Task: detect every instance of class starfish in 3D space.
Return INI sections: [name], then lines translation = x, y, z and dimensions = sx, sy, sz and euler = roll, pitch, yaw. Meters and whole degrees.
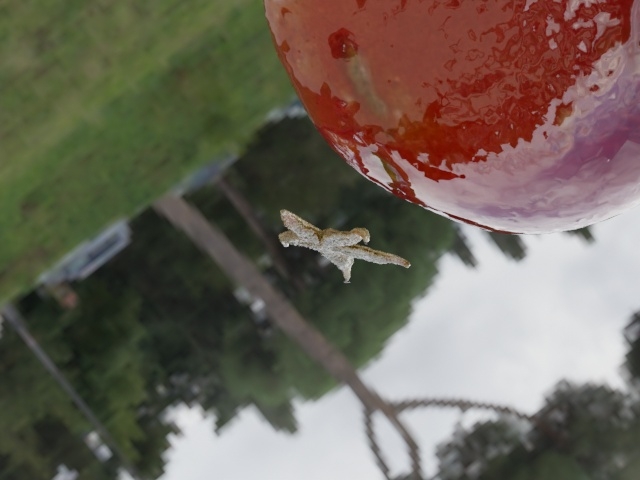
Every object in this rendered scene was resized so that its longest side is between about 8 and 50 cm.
[starfish]
translation = 0.000, 0.000, 0.973
dimensions = 0.092, 0.086, 0.016
euler = 2, -113, 53

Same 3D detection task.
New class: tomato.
[tomato]
translation = 0.135, -0.171, 1.079
dimensions = 0.289, 0.325, 0.293
euler = 5, -160, 39
